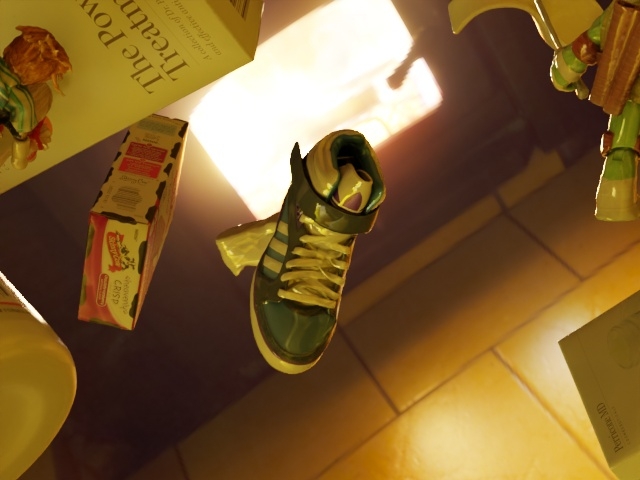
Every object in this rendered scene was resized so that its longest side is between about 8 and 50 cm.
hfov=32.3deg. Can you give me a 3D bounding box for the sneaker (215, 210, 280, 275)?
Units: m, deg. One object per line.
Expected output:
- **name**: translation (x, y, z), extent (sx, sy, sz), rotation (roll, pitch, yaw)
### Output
- **sneaker**: translation (-0.068, 0.005, 1.893), extent (0.212, 0.094, 0.080), rotation (-15, 19, 18)

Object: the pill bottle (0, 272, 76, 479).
- **pill bottle**: translation (-0.429, 0.052, 1.019), extent (0.229, 0.229, 0.407), rotation (-42, 64, -12)

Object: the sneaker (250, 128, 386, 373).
- **sneaker**: translation (0.001, 0.000, 1.518), extent (0.236, 0.130, 0.323), rotation (127, 156, -60)

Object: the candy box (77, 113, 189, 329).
- **candy box**: translation (-0.221, -0.029, 1.318), extent (0.071, 0.159, 0.233), rotation (13, 36, -4)

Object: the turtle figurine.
- **turtle figurine**: translation (0.338, -0.162, 1.089), extent (0.197, 0.266, 0.275), rotation (-7, 9, -5)

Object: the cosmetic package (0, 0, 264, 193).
- **cosmetic package**: translation (-0.266, -0.234, 0.838), extent (0.284, 0.377, 0.097), rotation (-23, 37, 25)

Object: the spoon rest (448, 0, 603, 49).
- **spoon rest**: translation (0.338, -0.347, 1.708), extent (0.084, 0.276, 0.137), rotation (133, 133, -57)

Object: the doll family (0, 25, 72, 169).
- **doll family**: translation (-0.263, -0.108, 0.756), extent (0.163, 0.263, 0.118), rotation (-41, 48, -3)

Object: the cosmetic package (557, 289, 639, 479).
- **cosmetic package**: translation (0.392, 0.147, 1.134), extent (0.224, 0.138, 0.224), rotation (-36, 24, 16)
